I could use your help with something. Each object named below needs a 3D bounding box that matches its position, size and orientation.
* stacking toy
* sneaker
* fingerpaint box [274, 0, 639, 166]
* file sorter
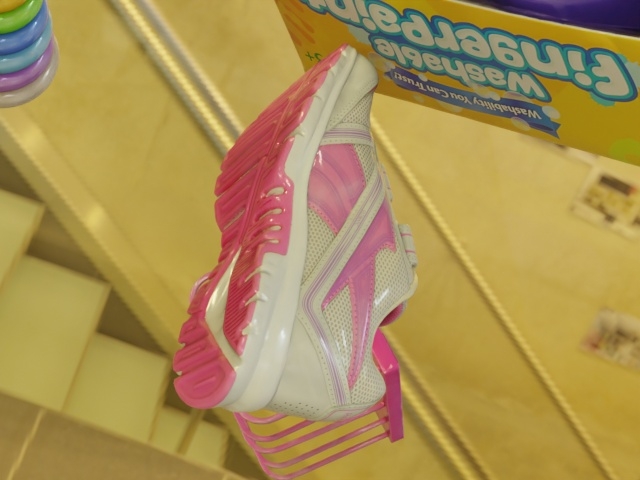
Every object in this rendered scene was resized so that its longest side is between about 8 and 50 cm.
[{"bbox_3d":[-0.359,-0.275,1.349,0.141,0.330,0.141,4,69,-10],"label":"stacking toy"},{"bbox_3d":[0.000,0.000,0.719,0.111,0.103,0.252,28,58,-24],"label":"sneaker"},{"bbox_3d":[0.138,-0.219,0.650,0.445,0.371,0.163,21,63,35],"label":"fingerpaint box"},{"bbox_3d":[-0.028,0.144,1.446,0.182,0.290,0.202,-24,66,-6],"label":"file sorter"}]
